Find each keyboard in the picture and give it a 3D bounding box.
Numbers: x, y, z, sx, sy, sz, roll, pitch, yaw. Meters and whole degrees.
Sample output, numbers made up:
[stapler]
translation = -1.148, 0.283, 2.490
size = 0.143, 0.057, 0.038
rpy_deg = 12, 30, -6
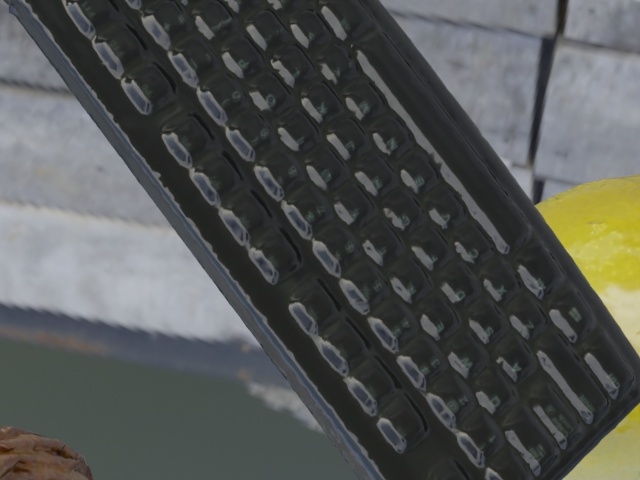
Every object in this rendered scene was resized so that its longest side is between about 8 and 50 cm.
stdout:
[keyboard]
translation = 0.007, -0.003, 0.440
size = 0.381, 0.103, 0.041
rpy_deg = 56, 145, -4

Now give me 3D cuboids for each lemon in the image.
[lemon]
translation = 0.163, 0.051, 0.889
size = 0.206, 0.173, 0.173
rpy_deg = -28, 118, 2

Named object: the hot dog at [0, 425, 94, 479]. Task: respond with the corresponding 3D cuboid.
[hot dog]
translation = -0.231, 0.186, 0.991
size = 0.196, 0.272, 0.122
rpy_deg = -24, 75, 14
